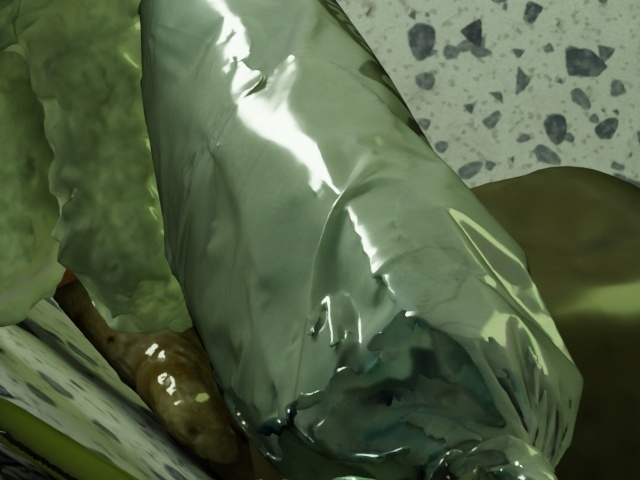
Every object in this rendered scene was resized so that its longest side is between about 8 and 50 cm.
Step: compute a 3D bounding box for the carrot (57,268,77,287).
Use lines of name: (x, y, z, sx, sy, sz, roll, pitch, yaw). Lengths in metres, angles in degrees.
carrot: (-0.234, -0.054, 1.306, 0.159, 0.159, 0.225, 37, -14, -26)

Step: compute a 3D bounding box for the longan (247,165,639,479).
longan: (0.115, 0.101, 1.145, 0.350, 0.288, 0.288, -5, 27, -34)

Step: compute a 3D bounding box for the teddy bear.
teddy bear: (-0.261, -0.095, 0.919, 0.327, 0.375, 0.362, 3, 16, 40)

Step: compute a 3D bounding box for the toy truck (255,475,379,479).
toy truck: (0.035, 0.172, 0.671, 0.135, 0.128, 0.259, 3, -22, 41)

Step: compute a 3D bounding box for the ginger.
ginger: (-0.030, 0.124, 1.260, 0.333, 0.080, 0.166, 40, 5, -17)

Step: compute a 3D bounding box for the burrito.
burrito: (0.000, 0.000, 0.775, 0.101, 0.139, 0.445, 11, 23, -22)

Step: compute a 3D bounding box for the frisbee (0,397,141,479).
frisbee: (-0.048, 0.127, 0.831, 0.236, 0.017, 0.236, 31, -9, 5)
